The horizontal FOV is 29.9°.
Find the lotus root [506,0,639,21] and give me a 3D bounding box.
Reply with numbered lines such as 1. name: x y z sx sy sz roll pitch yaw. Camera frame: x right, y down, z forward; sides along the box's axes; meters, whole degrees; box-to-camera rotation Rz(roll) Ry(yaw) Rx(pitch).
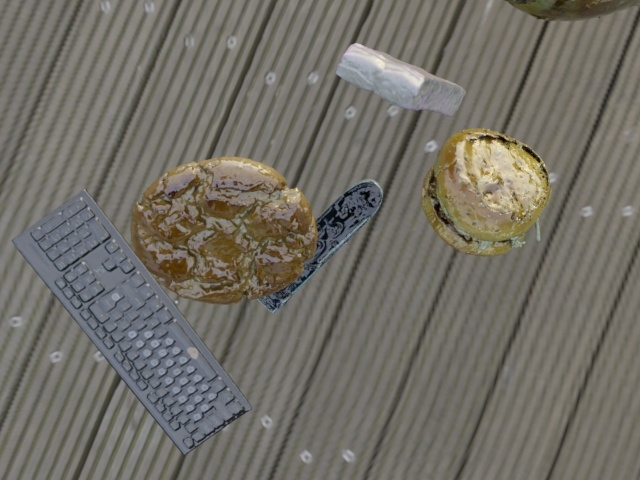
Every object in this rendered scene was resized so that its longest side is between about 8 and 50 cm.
1. lotus root: 0.269 -0.300 1.152 0.309 0.173 0.173 -20 90 -28

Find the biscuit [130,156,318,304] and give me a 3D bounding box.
1. biscuit: -0.109 -0.004 1.356 0.226 0.226 0.042 7 44 -6

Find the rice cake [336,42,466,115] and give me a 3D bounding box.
1. rice cake: 0.105 -0.197 1.504 0.106 0.298 0.050 27 101 13

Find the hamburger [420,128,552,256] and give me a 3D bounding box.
1. hamburger: 0.235 -0.066 1.642 0.185 0.113 0.177 39 51 4

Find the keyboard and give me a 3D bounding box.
1. keyboard: -0.128 0.060 0.829 0.064 0.010 0.198 -35 107 3

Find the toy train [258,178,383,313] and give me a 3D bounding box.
1. toy train: 0.000 0.000 1.579 0.052 0.051 0.234 43 111 -5
